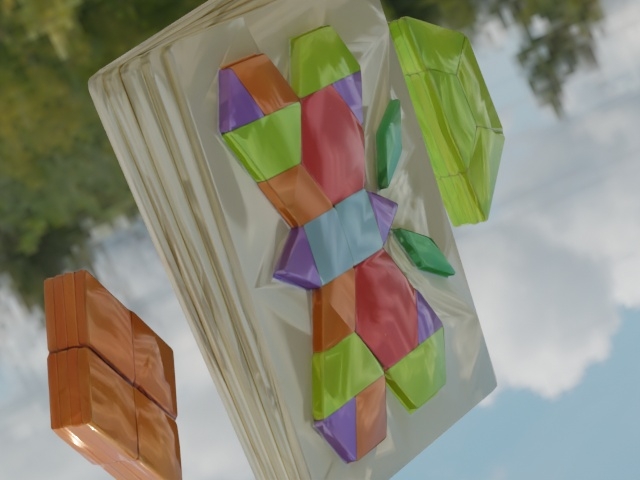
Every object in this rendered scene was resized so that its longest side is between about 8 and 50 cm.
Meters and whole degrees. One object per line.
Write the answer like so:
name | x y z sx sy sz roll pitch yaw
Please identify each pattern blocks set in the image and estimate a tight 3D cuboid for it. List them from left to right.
pattern blocks set | 0.000 0.000 0.689 0.026 0.325 0.285 -12 -154 34
